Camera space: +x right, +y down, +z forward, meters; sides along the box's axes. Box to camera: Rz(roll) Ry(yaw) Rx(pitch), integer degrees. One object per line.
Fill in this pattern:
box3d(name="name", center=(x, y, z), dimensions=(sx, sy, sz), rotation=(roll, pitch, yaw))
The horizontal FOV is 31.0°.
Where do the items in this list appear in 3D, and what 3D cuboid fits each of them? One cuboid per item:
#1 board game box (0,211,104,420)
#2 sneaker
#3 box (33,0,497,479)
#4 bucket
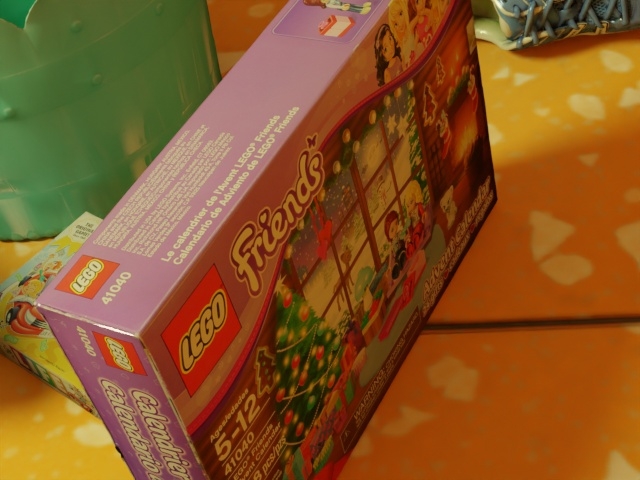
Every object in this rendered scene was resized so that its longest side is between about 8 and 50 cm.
box3d(name="board game box", center=(-0.124, 0.047, 0.687), dimensions=(0.154, 0.026, 0.103), rotation=(24, 55, 35))
box3d(name="sneaker", center=(0.164, -0.163, 0.791), dimensions=(0.211, 0.080, 0.081), rotation=(6, 53, 35))
box3d(name="box", center=(0.000, 0.000, 0.572), dimensions=(0.057, 0.201, 0.293), rotation=(13, 51, 28))
box3d(name="bucket", center=(-0.203, -0.147, 0.797), dimensions=(0.281, 0.183, 0.281), rotation=(-8, 44, 8))
